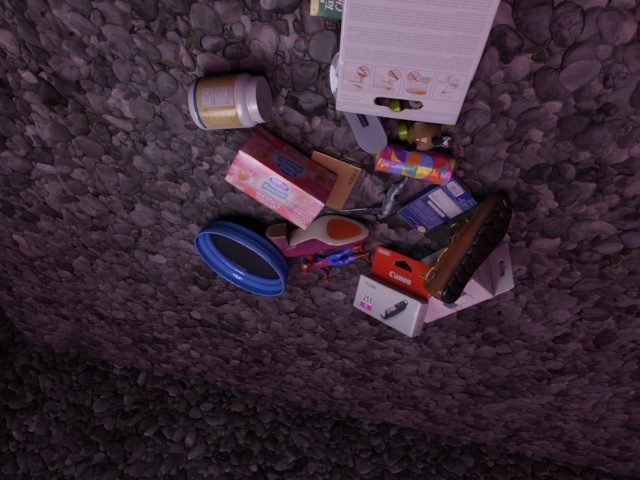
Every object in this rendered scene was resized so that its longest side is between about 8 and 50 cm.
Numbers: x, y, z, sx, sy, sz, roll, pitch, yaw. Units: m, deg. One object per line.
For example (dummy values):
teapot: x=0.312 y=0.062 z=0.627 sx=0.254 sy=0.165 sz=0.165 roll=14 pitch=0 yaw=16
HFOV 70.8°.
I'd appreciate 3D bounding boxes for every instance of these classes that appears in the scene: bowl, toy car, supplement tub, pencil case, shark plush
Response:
bowl: x=-0.297 y=0.070 z=1.730 sx=0.390 sy=0.077 sz=0.391 roll=21 pitch=149 yaw=13
toy car: x=0.266 y=-0.297 z=1.174 sx=0.154 sy=0.189 sz=0.149 roll=-10 pitch=132 yaw=24
supplement tub: x=-0.249 y=-0.386 z=1.253 sx=0.199 sy=0.144 sz=0.144 roll=0 pitch=136 yaw=14
pencil case: x=0.276 y=-0.224 z=1.318 sx=0.236 sy=0.105 sz=0.105 roll=14 pitch=138 yaw=1
shark plush: x=0.246 y=-0.142 z=1.432 sx=0.073 sy=0.067 sz=0.161 roll=31 pitch=135 yaw=-17

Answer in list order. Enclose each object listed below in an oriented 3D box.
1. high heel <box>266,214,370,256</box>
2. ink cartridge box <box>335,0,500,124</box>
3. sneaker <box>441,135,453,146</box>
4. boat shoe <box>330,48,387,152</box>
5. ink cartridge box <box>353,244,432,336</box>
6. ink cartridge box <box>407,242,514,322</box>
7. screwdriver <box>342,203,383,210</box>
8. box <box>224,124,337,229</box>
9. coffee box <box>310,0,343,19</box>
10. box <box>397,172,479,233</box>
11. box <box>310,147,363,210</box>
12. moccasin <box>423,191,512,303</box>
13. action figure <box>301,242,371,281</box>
high heel: x=0.000 y=0.000 z=1.640 sx=0.376 sy=0.127 sz=0.181 roll=3 pitch=153 yaw=15
ink cartridge box: x=0.198 y=-0.448 z=0.984 sx=0.307 sy=0.091 sz=0.385 roll=8 pitch=143 yaw=3
sneaker: x=0.338 y=-0.287 z=1.284 sx=0.083 sy=0.035 sz=0.031 roll=2 pitch=119 yaw=-17
boat shoe: x=0.112 y=-0.381 z=1.191 sx=0.113 sy=0.105 sz=0.306 roll=-14 pitch=135 yaw=23
ink cartridge box: x=0.255 y=0.169 z=1.574 sx=0.275 sy=0.060 sz=0.239 roll=24 pitch=107 yaw=43
ink cartridge box: x=0.466 y=0.122 z=1.547 sx=0.119 sy=0.207 sz=0.353 roll=36 pitch=133 yaw=-24
screwdriver: x=0.148 y=-0.107 z=1.537 sx=0.169 sy=0.024 sz=0.025 roll=-5 pitch=163 yaw=29
box: x=-0.120 y=-0.193 z=1.396 sx=0.299 sy=0.154 sz=0.142 roll=33 pitch=136 yaw=-9
coffee box: x=0.068 y=-0.573 z=1.045 sx=0.184 sy=0.041 sz=0.113 roll=11 pitch=138 yaw=4
box: x=0.374 y=-0.113 z=1.450 sx=0.136 sy=0.037 sz=0.225 roll=39 pitch=131 yaw=-24
box: x=0.026 y=-0.195 z=1.470 sx=0.164 sy=0.021 sz=0.201 roll=20 pitch=138 yaw=-6
moccasin: x=0.456 y=0.014 z=1.408 sx=0.139 sy=0.147 sz=0.380 roll=21 pitch=103 yaw=-33
action figure: x=0.041 y=0.098 z=1.699 sx=0.280 sy=0.139 sz=0.091 roll=-12 pitch=130 yaw=30
